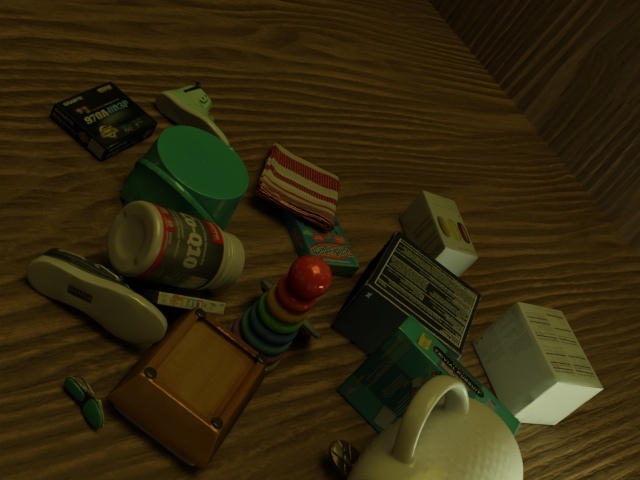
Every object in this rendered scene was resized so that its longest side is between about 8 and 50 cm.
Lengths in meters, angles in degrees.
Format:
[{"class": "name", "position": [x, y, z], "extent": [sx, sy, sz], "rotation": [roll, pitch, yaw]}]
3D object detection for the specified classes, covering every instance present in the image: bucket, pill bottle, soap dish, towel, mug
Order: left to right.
[{"class": "pill bottle", "position": [-0.306, 0.021, 1.744], "extent": [0.283, 0.161, 0.161], "rotation": [18, 37, -52]}, {"class": "bucket", "position": [-0.320, -0.129, 1.922], "extent": [0.281, 0.183, 0.281], "rotation": [24, 37, -20]}, {"class": "soap dish", "position": [-0.247, 0.278, 1.588], "extent": [0.229, 0.118, 0.291], "rotation": [38, 33, -1]}, {"class": "towel", "position": [-0.054, -0.161, 2.278], "extent": [0.237, 0.037, 0.329], "rotation": [27, 28, -10]}, {"class": "mug", "position": [0.210, 0.442, 1.575], "extent": [0.276, 0.374, 0.328], "rotation": [19, 22, 36]}]

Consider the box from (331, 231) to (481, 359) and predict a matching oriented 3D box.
[{"class": "box", "position": [0.228, 0.181, 2.076], "extent": [0.296, 0.182, 0.294], "rotation": [37, 33, 1]}]

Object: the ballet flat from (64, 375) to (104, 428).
[{"class": "ballet flat", "position": [-0.426, 0.294, 1.476], "extent": [0.114, 0.041, 0.041], "rotation": [49, 36, 13]}]

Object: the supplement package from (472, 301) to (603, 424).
[{"class": "supplement package", "position": [0.596, 0.343, 2.215], "extent": [0.198, 0.199, 0.262], "rotation": [13, 42, -34]}]

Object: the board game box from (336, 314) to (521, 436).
[{"class": "board game box", "position": [0.237, 0.372, 1.806], "extent": [0.336, 0.254, 0.079], "rotation": [45, 34, 7]}]

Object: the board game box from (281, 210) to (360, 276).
[{"class": "board game box", "position": [0.000, 0.000, 2.190], "extent": [0.160, 0.047, 0.210], "rotation": [6, 47, -38]}]

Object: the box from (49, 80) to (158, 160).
[{"class": "box", "position": [-0.545, -0.306, 2.032], "extent": [0.175, 0.051, 0.220], "rotation": [41, 35, 3]}]

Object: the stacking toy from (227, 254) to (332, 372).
[{"class": "stacking toy", "position": [-0.079, 0.150, 1.690], "extent": [0.141, 0.330, 0.141], "rotation": [20, 45, -21]}]

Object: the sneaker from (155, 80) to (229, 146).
[{"class": "sneaker", "position": [-0.320, -0.348, 2.242], "extent": [0.256, 0.094, 0.151], "rotation": [42, 40, 8]}]

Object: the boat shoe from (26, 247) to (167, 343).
[{"class": "boat shoe", "position": [-0.436, 0.104, 1.616], "extent": [0.301, 0.108, 0.102], "rotation": [24, 29, 3]}]

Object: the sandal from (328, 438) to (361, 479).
[{"class": "sandal", "position": [0.075, 0.498, 1.702], "extent": [0.180, 0.049, 0.072], "rotation": [45, 39, -17]}]

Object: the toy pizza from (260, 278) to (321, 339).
[{"class": "toy pizza", "position": [-0.075, 0.166, 1.873], "extent": [0.201, 0.032, 0.201], "rotation": [45, -3, 3]}]

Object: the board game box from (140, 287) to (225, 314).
[{"class": "board game box", "position": [-0.298, 0.132, 1.727], "extent": [0.154, 0.103, 0.026], "rotation": [13, 84, -32]}]

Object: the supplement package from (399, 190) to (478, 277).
[{"class": "supplement package", "position": [0.360, -0.010, 2.456], "extent": [0.139, 0.134, 0.244], "rotation": [15, 41, -30]}]
